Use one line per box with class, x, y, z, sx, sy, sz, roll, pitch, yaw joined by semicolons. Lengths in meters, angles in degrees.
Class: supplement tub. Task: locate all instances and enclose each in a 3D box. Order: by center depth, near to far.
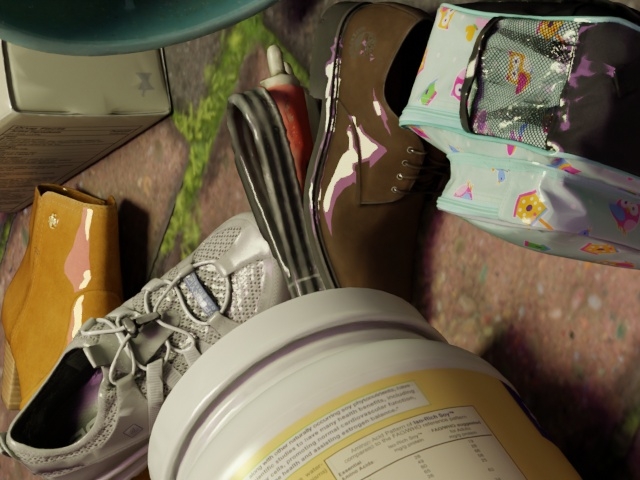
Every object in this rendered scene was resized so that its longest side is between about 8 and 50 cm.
supplement tub;0.057;0.209;1.136;0.331;0.241;0.241;55;132;40

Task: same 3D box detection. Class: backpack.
backpack;0.138;-0.063;1.082;0.188;0.166;0.144;31;106;54

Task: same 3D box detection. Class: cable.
cable;0.000;0.000;1.353;0.139;0.072;0.287;87;162;-72

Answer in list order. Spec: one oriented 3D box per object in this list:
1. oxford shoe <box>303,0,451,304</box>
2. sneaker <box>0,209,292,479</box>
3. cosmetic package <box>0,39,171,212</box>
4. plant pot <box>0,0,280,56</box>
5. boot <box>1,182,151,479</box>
oxford shoe;0.045;-0.044;1.295;0.096;0.083;0.227;5;100;43
sneaker;-0.122;0.087;1.447;0.281;0.115;0.105;-48;59;12
cosmetic package;-0.270;-0.121;1.683;0.296;0.153;0.129;-24;71;51
plant pot;-0.151;-0.361;1.333;0.341;0.341;0.334;-52;52;42
boot;-0.192;0.074;1.613;0.295;0.104;0.211;33;117;55
